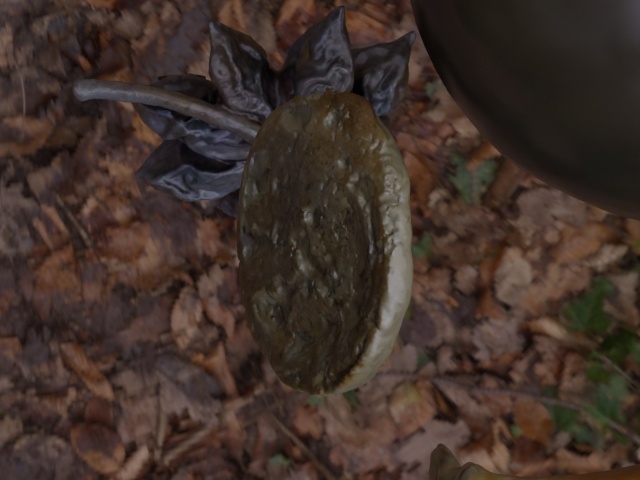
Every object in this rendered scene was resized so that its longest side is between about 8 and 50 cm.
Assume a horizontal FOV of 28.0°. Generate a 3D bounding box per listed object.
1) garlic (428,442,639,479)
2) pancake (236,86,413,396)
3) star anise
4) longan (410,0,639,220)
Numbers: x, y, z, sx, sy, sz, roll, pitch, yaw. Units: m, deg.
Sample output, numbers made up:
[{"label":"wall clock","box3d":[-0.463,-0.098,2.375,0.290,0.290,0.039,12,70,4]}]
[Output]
[{"label":"garlic","box3d":[0.184,0.202,0.605,0.313,0.286,0.249,1,99,22]},{"label":"pancake","box3d":[-0.001,0.000,0.615,0.025,0.151,0.152,-1,108,-30]},{"label":"star anise","box3d":[-0.045,-0.083,0.917,0.262,0.081,0.230,2,150,-31]},{"label":"longan","box3d":[0.153,-0.174,0.544,0.288,0.288,0.350,-21,92,-7]}]
